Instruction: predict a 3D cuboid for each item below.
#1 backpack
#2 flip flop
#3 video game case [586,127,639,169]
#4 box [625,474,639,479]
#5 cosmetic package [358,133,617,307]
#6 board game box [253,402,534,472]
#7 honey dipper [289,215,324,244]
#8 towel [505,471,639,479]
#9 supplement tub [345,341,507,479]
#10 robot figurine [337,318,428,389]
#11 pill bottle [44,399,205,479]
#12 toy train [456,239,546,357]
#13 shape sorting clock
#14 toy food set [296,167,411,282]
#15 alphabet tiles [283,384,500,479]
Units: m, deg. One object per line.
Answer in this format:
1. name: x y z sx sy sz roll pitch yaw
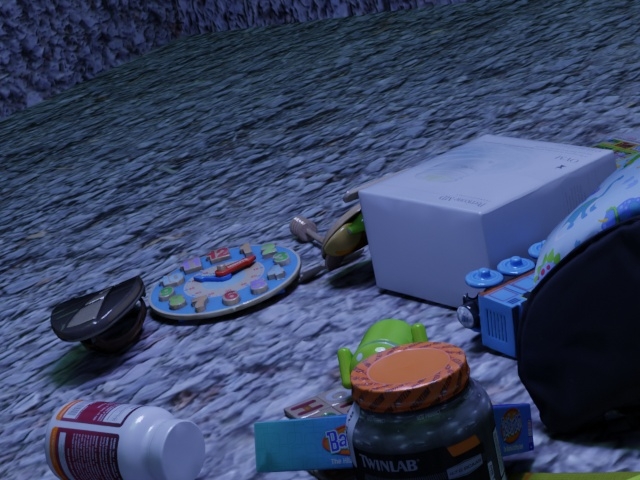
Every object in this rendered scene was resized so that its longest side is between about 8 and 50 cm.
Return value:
1. backpack: 0.366 0.009 1.488 0.355 0.273 0.290 -11 -18 -44
2. flip flop: -0.264 0.099 1.938 0.112 0.080 0.277 -18 2 -1
3. video game case: 0.451 -0.109 2.145 0.206 0.026 0.227 -20 19 -21
4. box: 0.243 0.241 1.134 0.109 0.042 0.178 -19 24 -11
5. cosmetic package: 0.206 -0.024 1.861 0.224 0.138 0.224 -26 23 -32
6. board game box: 0.068 0.173 1.364 0.210 0.047 0.160 -7 -7 19
7. honey dipper: 0.000 0.000 2.128 0.030 0.030 0.160 -19 22 -18
8. towel: 0.195 0.218 1.305 0.237 0.021 0.102 -4 20 26
9. supplement tub: 0.086 0.183 1.206 0.117 0.190 0.117 -12 17 4
10. robot figurine: 0.068 0.123 1.585 0.101 0.067 0.115 -17 15 21
11. pill bottle: -0.191 0.203 1.521 0.152 0.086 0.086 1 22 37
12. toy train: 0.236 0.060 1.686 0.184 0.080 0.105 -21 28 -32
13. shape sorting clock: -0.126 0.050 2.024 0.206 0.040 0.206 -14 17 4
14. toy food set: 0.053 -0.007 1.965 0.132 0.038 0.192 -23 -24 -35
15. alphabet tiles: 0.063 0.182 1.536 0.198 0.009 0.237 -20 19 -21
